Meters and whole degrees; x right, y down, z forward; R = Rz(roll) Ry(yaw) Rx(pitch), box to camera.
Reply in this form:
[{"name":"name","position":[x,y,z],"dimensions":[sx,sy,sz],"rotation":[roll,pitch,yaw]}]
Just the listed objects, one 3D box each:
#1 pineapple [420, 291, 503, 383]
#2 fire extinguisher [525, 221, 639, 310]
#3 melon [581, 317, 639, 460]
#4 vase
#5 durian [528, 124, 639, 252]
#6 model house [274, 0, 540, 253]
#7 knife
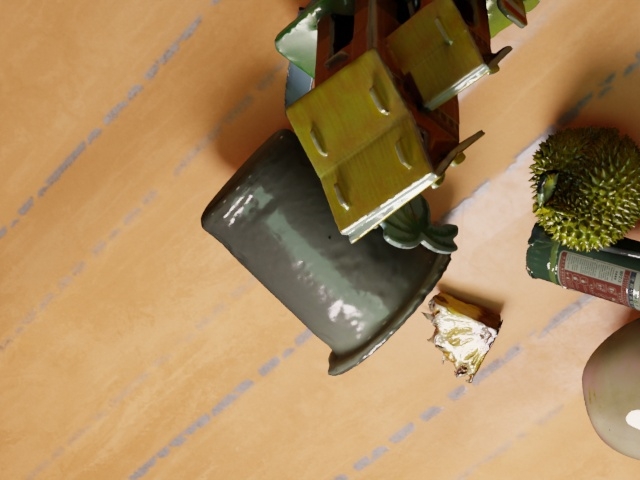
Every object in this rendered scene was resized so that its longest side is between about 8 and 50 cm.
[{"name":"pineapple","position":[0.211,0.133,2.055],"dimensions":[0.116,0.069,0.137],"rotation":[-21,114,25]},{"name":"fire extinguisher","position":[0.415,0.046,1.865],"dimensions":[0.294,0.093,0.118],"rotation":[18,145,32]},{"name":"melon","position":[0.517,0.196,1.930],"dimensions":[0.317,0.223,0.223],"rotation":[-13,119,13]},{"name":"vase","position":[0.000,0.000,1.935],"dimensions":[0.291,0.245,0.245],"rotation":[44,121,-9]},{"name":"durian","position":[0.347,-0.062,1.820],"dimensions":[0.159,0.198,0.146],"rotation":[3,127,6]},{"name":"model house","position":[0.148,-0.142,1.736],"dimensions":[0.340,0.323,0.300],"rotation":[34,130,-31]},{"name":"knife","position":[-0.010,-0.292,1.865],"dimensions":[0.044,0.019,0.313],"rotation":[20,126,9]}]
